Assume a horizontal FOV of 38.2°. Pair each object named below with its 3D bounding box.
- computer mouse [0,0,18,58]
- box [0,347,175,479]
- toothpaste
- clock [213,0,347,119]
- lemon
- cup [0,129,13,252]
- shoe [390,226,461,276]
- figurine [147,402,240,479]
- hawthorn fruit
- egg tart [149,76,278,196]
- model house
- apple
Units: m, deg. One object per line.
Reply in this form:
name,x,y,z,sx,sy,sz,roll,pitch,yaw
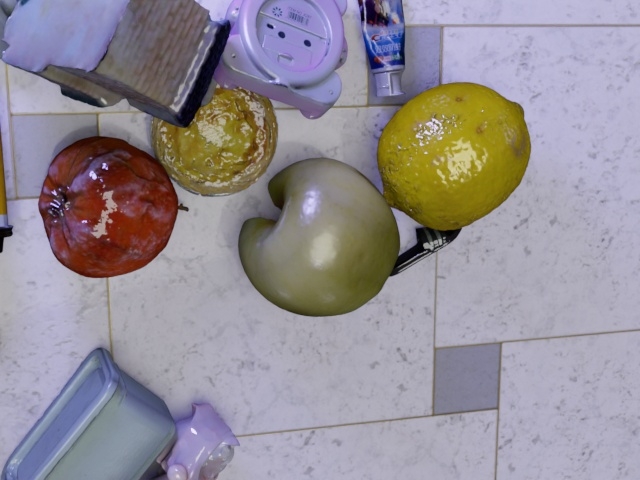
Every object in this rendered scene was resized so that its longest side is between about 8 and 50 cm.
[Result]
computer mouse,-0.569,-0.492,1.469,0.228,0.145,0.429,-32,109,-8
box,-0.419,0.382,1.700,0.182,0.175,0.312,39,90,-27
toothpaste,0.115,-0.401,1.719,0.096,0.061,0.266,-9,98,-11
clock,-0.059,-0.356,1.621,0.228,0.090,0.248,18,67,-18
lemon,0.248,-0.161,1.698,0.310,0.258,0.258,-32,108,-4
cup,-0.608,-0.112,1.531,0.196,0.196,0.279,1,95,-15
shoe,0.195,0.004,1.819,0.179,0.071,0.049,-32,104,-1
figurine,-0.267,0.444,1.760,0.133,0.200,0.276,34,86,20
hawthorn fruit,-0.337,-0.054,1.597,0.272,0.242,0.242,8,102,-44
egg tart,-0.190,-0.194,1.661,0.234,0.094,0.234,-2,102,-11
model house,-0.304,-0.315,1.479,0.284,0.298,0.243,32,82,-49
apple,0.000,0.000,1.672,0.254,0.292,0.292,31,93,-23
